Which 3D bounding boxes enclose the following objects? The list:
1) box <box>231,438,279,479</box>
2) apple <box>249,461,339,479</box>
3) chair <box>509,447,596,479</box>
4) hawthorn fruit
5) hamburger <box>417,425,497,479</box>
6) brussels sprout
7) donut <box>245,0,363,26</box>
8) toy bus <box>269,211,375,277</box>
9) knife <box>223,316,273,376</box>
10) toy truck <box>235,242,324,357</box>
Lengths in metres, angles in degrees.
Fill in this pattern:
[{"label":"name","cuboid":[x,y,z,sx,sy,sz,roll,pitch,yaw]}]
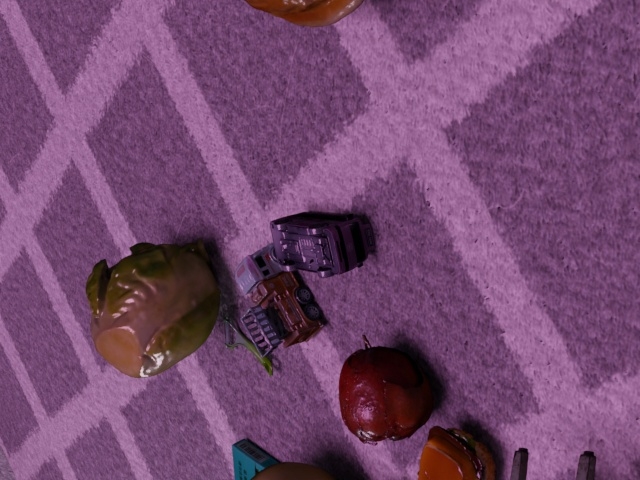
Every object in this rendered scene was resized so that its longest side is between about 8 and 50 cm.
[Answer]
[{"label":"box","cuboid":[-0.092,0.511,2.237,0.226,0.042,0.161,25,128,45]},{"label":"apple","cuboid":[-0.044,0.534,2.012,0.258,0.233,0.295,28,120,-6]},{"label":"chair","cuboid":[0.318,0.410,1.427,0.136,0.147,0.270,-10,63,55]},{"label":"hawthorn fruit","cuboid":[0.096,0.228,1.747,0.148,0.148,0.172,-35,67,55]},{"label":"hamburger","cuboid":[0.206,0.355,1.707,0.137,0.087,0.166,36,133,39]},{"label":"brussels sprout","cuboid":[-0.321,0.115,2.157,0.259,0.294,0.227,-18,122,35]},{"label":"donut","cuboid":[-0.049,-0.503,1.494,0.449,0.198,0.449,29,131,40]},{"label":"toy bus","cuboid":[0.000,0.000,1.791,0.178,0.098,0.086,8,113,55]},{"label":"knife","cuboid":[-0.134,0.205,2.144,0.166,0.023,0.078,33,139,43]},{"label":"toy truck","cuboid":[-0.086,0.101,1.943,0.177,0.115,0.080,60,145,14]}]
